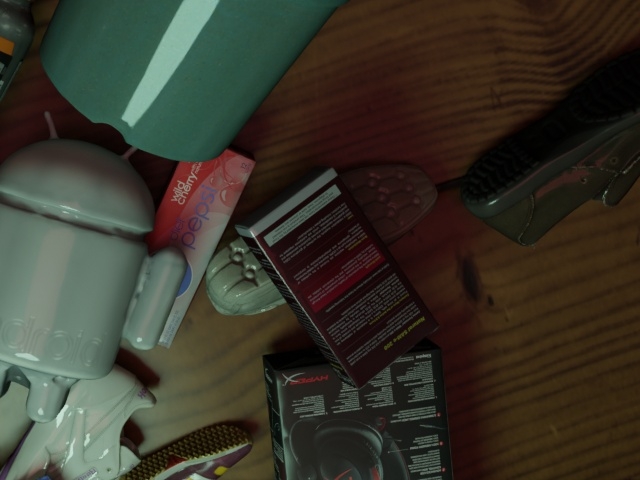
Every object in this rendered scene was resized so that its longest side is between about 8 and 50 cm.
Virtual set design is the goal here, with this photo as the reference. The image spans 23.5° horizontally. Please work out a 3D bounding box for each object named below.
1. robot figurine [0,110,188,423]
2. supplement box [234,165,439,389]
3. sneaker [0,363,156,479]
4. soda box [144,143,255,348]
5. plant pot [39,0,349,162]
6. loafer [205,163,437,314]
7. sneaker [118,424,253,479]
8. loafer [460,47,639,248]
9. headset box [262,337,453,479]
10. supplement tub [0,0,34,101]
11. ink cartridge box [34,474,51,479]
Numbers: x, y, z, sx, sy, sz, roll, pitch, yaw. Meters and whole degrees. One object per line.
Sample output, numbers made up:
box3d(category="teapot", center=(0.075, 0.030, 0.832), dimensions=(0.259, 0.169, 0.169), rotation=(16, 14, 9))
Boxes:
box3d(category="robot figurine", center=(-0.314, 0.032, 1.822), dimensions=(0.300, 0.200, 0.353), rotation=(15, 90, -8))
box3d(category="supplement box", center=(0.020, 0.043, 1.840), dimensions=(0.130, 0.073, 0.239), rotation=(-36, 103, -12))
box3d(category="sneaker", center=(-0.320, 0.292, 1.948), dimensions=(0.152, 0.114, 0.305), rotation=(30, 95, -7))
box3d(category="soda box", center=(-0.174, -0.004, 1.931), dimensions=(0.092, 0.083, 0.263), rotation=(24, 97, -7))
box3d(category="plant pot", center=(-0.136, -0.292, 1.761), dimensions=(0.341, 0.341, 0.334), rotation=(30, 115, -8))
box3d(category="loafer", center=(0.000, 0.000, 1.939), dimensions=(0.319, 0.111, 0.112), rotation=(-24, 71, -14))
box3d(category="sneaker", center=(-0.166, 0.307, 1.993), dimensions=(0.185, 0.069, 0.084), rotation=(-22, 116, -1))
box3d(category="loafer", center=(0.354, -0.119, 1.945), dimensions=(0.366, 0.134, 0.130), rotation=(-31, 123, 11))
box3d(category="headset box", center=(0.052, 0.282, 1.964), dimensions=(0.218, 0.110, 0.293), rotation=(-8, 98, -10))
box3d(category="supplement tub", center=(-0.467, -0.207, 1.823), dimensions=(0.193, 0.193, 0.316), rotation=(28, 95, -8))
box3d(category="ink cartridge box", center=(-0.414, 0.471, 1.928), dimensions=(0.307, 0.072, 0.303), rotation=(-21, 119, 8))
